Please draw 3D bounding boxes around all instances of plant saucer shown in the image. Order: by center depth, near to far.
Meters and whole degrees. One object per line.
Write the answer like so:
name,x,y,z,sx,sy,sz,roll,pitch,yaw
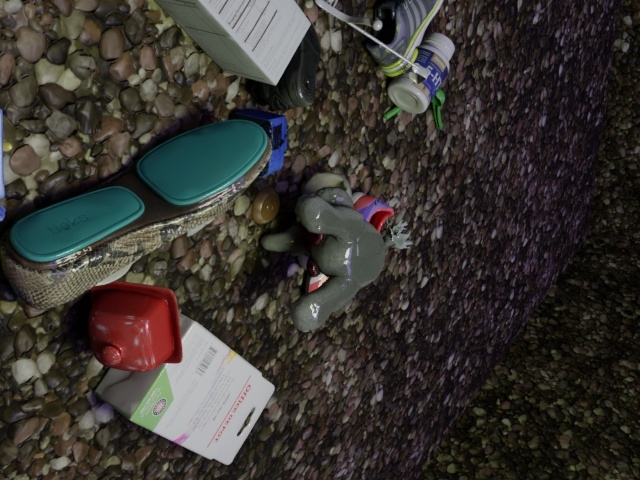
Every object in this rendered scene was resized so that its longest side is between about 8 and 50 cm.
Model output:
plant saucer,-0.112,-0.072,1.437,0.083,0.015,0.084,-30,131,-43

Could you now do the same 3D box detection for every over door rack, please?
over door rack,0.170,-0.521,1.422,0.324,0.108,0.240,28,85,-32

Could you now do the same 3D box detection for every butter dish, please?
butter dish,-0.322,0.159,1.114,0.118,0.160,0.160,-65,158,-59

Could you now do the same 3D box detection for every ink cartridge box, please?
ink cartridge box,-0.252,0.296,1.344,0.207,0.119,0.353,-58,144,-17

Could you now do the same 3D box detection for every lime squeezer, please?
lime squeezer,0.271,-0.365,1.805,0.110,0.059,0.310,-47,157,29

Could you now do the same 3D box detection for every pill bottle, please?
pill bottle,0.256,-0.421,1.682,0.187,0.112,0.112,-59,145,-15

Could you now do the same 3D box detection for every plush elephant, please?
plush elephant,0.000,0.000,1.452,0.329,0.255,0.272,-17,112,-41

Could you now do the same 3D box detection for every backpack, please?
backpack,-0.110,-0.187,1.304,0.101,0.097,0.120,-25,127,-51

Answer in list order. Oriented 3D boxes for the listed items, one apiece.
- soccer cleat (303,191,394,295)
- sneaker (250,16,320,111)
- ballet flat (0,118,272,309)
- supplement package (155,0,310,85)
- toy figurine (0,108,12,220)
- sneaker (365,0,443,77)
soccer cleat,0.067,0.032,1.654,0.318,0.116,0.108,-62,146,-11
sneaker,-0.071,-0.338,1.302,0.087,0.130,0.228,48,40,-48
ballet flat,-0.286,-0.042,1.112,0.482,0.164,0.182,-35,155,-33
supplement package,-0.149,-0.387,1.102,0.134,0.139,0.244,-62,147,-8
toy figurine,-0.451,-0.081,0.770,0.191,0.217,0.363,-14,118,-51
sneaker,0.195,-0.532,1.545,0.121,0.111,0.300,21,88,-53
